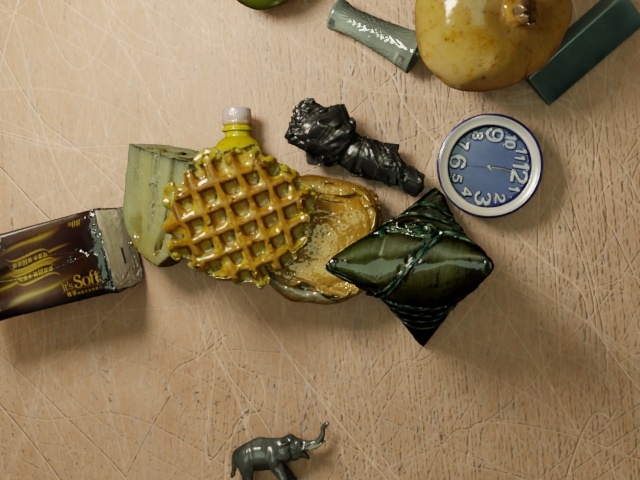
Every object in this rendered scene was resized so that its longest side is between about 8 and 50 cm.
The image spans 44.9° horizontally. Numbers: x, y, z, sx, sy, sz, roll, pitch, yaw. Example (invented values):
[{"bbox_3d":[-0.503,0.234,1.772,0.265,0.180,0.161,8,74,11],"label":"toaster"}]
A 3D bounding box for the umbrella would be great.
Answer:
[{"bbox_3d":[0.088,-0.218,1.759,0.336,0.128,0.154,17,111,2],"label":"umbrella"}]

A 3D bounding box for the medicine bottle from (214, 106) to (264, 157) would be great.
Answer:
[{"bbox_3d":[-0.190,-0.200,1.799,0.121,0.122,0.213,-1,92,10],"label":"medicine bottle"}]

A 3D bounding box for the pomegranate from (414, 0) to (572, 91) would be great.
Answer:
[{"bbox_3d":[0.356,-0.467,1.589,0.342,0.342,0.343,0,93,10],"label":"pomegranate"}]

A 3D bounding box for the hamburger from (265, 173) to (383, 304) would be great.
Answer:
[{"bbox_3d":[0.000,0.000,1.757,0.318,0.158,0.319,0,91,10],"label":"hamburger"}]

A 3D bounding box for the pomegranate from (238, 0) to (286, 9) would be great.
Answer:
[{"bbox_3d":[-0.157,-0.627,1.748,0.241,0.190,0.159,50,124,3],"label":"pomegranate"}]

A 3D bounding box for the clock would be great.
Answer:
[{"bbox_3d":[0.375,-0.164,1.729,0.230,0.083,0.231,0,91,8],"label":"clock"}]

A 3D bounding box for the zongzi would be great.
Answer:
[{"bbox_3d":[0.211,0.100,1.656,0.318,0.383,0.363,3,106,14],"label":"zongzi"}]

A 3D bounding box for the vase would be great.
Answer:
[{"bbox_3d":[0.123,-0.469,1.752,0.219,0.096,0.096,29,97,10],"label":"vase"}]

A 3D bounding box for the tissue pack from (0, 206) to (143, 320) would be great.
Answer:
[{"bbox_3d":[-0.626,0.058,1.845,0.369,0.198,0.210,-15,87,10],"label":"tissue pack"}]

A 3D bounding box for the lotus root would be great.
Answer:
[{"bbox_3d":[-0.331,-0.075,1.789,0.267,0.149,0.261,21,110,46],"label":"lotus root"}]

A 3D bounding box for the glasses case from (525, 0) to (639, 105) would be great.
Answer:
[{"bbox_3d":[0.572,-0.425,1.695,0.266,0.056,0.105,-42,85,9],"label":"glasses case"}]

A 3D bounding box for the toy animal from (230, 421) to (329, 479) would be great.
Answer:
[{"bbox_3d":[-0.091,0.523,1.835,0.269,0.082,0.137,-16,91,11],"label":"toy animal"}]

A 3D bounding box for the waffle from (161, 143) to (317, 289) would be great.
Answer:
[{"bbox_3d":[-0.175,-0.055,1.638,0.324,0.068,0.302,22,101,-13],"label":"waffle"}]
